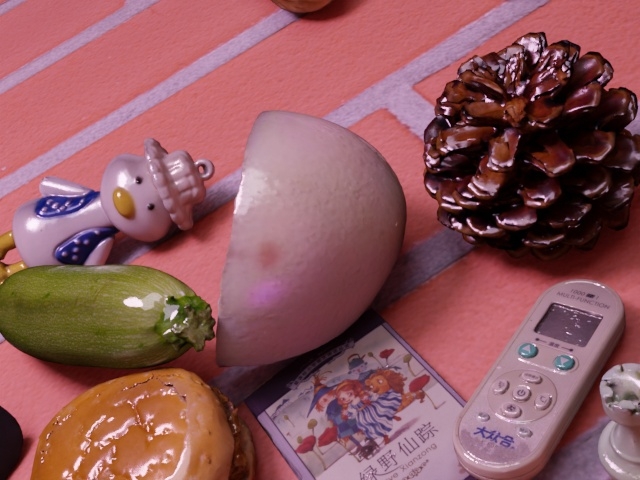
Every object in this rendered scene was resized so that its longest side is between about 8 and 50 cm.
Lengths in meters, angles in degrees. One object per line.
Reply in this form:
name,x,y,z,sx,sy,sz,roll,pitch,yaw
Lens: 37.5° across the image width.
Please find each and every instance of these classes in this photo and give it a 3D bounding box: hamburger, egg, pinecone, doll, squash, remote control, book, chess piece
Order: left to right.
squash,-0.240,0.075,0.959,0.395,0.107,0.107,0,46,47
doll,-0.260,-0.030,1.121,0.293,0.119,0.138,-23,85,5
hamburger,-0.159,0.212,0.843,0.214,0.108,0.213,-17,44,18
egg,0.000,-0.007,0.914,0.162,0.206,0.271,8,51,2
book,0.046,0.167,0.838,0.157,0.026,0.231,-35,43,-10
pinecone,0.201,-0.092,0.885,0.222,0.221,0.221,-14,44,14
remote control,0.186,0.116,0.790,0.078,0.042,0.221,15,48,36
chess piece,0.239,0.138,0.711,0.067,0.103,0.067,-14,43,13

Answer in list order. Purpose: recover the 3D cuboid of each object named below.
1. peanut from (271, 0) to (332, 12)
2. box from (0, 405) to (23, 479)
peanut,-0.057,-0.440,1.407,0.152,0.152,0.313,-34,39,-8
box,-0.414,0.218,0.902,0.042,0.201,0.212,-9,42,51
